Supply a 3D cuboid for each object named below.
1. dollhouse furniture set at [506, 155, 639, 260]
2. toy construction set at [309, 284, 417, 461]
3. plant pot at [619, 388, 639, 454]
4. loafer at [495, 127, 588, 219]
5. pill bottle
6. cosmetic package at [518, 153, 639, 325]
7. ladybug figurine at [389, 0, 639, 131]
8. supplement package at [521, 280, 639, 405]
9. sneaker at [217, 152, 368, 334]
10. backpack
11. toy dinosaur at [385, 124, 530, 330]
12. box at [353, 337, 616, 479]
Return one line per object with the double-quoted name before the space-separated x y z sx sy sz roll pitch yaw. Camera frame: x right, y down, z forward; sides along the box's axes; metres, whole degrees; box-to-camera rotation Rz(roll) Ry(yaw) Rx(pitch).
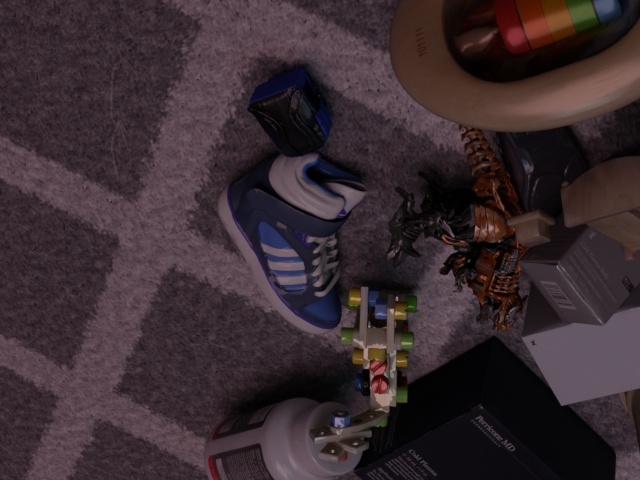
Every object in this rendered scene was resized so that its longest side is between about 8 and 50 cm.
"dollhouse furniture set" 0.466 -0.086 1.332 0.356 0.173 0.303 -17 155 34
"toy construction set" 0.089 0.218 1.727 0.151 0.215 0.327 16 106 2
"plant pot" 0.630 0.324 1.585 0.334 0.305 0.333 9 127 12
"loafer" 0.320 -0.129 1.511 0.109 0.095 0.302 -27 122 0
"pill bottle" -0.067 0.391 1.907 0.176 0.176 0.318 45 142 -16
"cosmetic package" 0.410 -0.004 1.455 0.127 0.238 0.107 49 163 -17
"ladybug figurine" 0.312 -0.285 1.292 0.449 0.162 0.305 -12 76 24
"supplement package" 0.436 0.115 1.562 0.194 0.203 0.149 -19 117 30
"sneaker" 0.000 -0.001 1.668 0.236 0.130 0.322 -23 110 35
"backpack" -0.034 -0.196 1.556 0.098 0.101 0.120 -14 123 29
"toy dinosaur" 0.234 -0.027 1.533 0.218 0.164 0.321 6 93 35
"box" 0.299 0.399 1.833 0.343 0.179 0.312 43 128 -15
